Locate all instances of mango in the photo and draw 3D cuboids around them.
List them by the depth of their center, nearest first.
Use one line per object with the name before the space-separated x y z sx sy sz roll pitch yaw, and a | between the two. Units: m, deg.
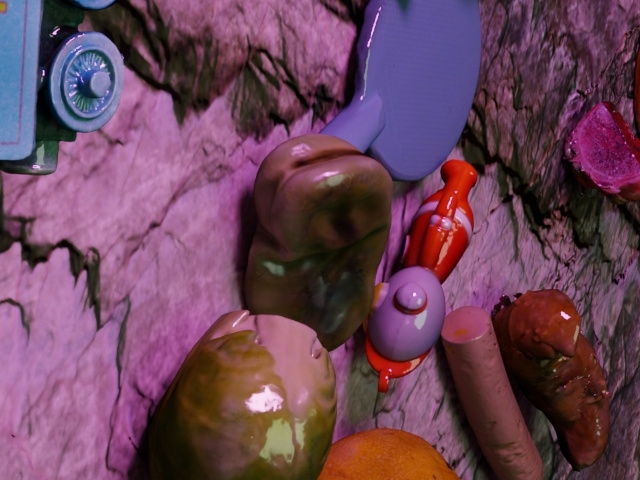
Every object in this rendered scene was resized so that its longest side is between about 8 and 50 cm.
mango | 0.069 0.252 1.476 0.262 0.109 0.157 12 62 -67

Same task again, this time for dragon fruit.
dragon fruit | 0.342 -0.087 1.889 0.147 0.096 0.102 62 16 22

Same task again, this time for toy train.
toy train | -0.198 -0.137 0.945 0.154 0.107 0.197 -5 103 -49

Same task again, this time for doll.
doll | 0.095 0.040 1.511 0.142 0.076 0.245 97 17 -61

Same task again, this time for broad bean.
broad bean | 0.001 0.002 1.331 0.153 0.072 0.206 -25 137 -20

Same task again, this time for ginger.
ginger | 0.266 0.141 1.796 0.107 0.133 0.309 -42 145 -7

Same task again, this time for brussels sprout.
brussels sprout | -0.057 0.146 1.225 0.161 0.144 0.180 19 80 -57

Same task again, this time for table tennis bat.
table tennis bat | 0.075 -0.145 1.471 0.329 0.044 0.215 -47 136 -47

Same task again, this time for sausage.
sausage | 0.191 0.186 1.741 0.065 0.066 0.301 -59 142 -32

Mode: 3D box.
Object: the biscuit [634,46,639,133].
biscuit | 0.456 -0.232 2.099 0.144 0.033 0.224 7 91 -60
